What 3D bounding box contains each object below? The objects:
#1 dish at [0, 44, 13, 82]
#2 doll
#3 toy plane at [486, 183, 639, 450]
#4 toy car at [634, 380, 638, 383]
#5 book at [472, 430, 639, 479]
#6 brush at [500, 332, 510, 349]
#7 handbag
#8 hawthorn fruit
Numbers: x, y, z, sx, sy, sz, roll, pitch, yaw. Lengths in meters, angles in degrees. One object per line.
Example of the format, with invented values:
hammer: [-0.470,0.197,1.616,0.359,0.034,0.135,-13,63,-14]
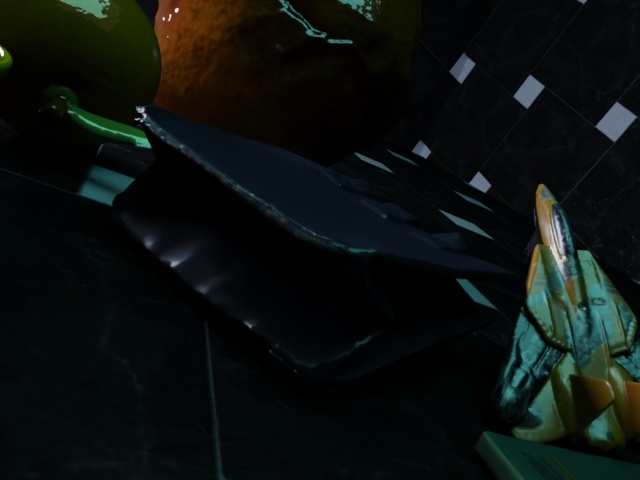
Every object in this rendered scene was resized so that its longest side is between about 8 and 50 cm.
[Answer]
dish: [-0.407,-0.156,0.504,0.221,0.108,0.262,36,16,34]
doll: [-0.281,-0.191,0.684,0.213,0.213,0.236,16,33,-31]
toy plane: [0.250,0.065,0.632,0.204,0.103,0.316,7,41,-5]
toy car: [0.328,0.140,0.736,0.097,0.100,0.191,29,-5,14]
book: [0.318,0.254,0.433,0.379,0.031,0.264,19,16,-24]
brush: [0.232,0.150,0.676,0.062,0.016,0.193,24,15,-10]
handbag: [0.000,0.000,0.610,0.303,0.122,0.329,33,17,33]
hawthorn fruit: [-0.053,-0.328,1.023,0.471,0.472,0.472,24,15,-7]
